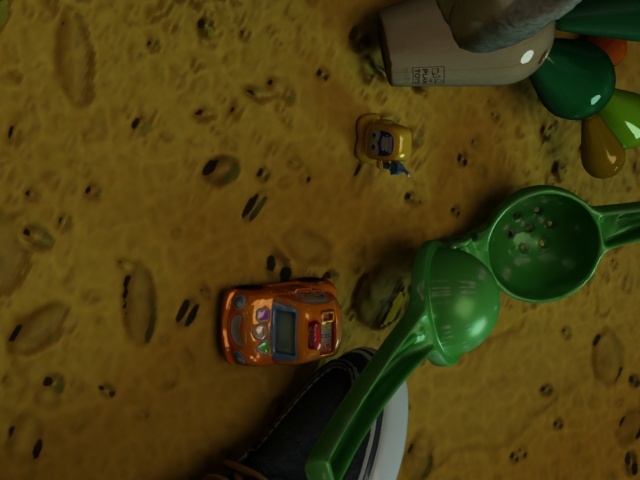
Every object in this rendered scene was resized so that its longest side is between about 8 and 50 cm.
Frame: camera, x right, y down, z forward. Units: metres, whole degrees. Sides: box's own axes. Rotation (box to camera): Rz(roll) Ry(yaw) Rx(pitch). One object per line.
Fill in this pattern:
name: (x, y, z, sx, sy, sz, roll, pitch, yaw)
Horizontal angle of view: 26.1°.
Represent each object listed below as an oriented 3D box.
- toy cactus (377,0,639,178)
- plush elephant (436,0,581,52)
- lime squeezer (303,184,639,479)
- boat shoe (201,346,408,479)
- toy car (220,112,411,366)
toy cactus: (0.118, -0.089, 0.599, 0.180, 0.219, 0.112, -11, 73, -2)
plush elephant: (0.033, -0.214, 0.433, 0.330, 0.255, 0.272, 26, 84, -35)
lime squeezer: (0.091, 0.025, 0.611, 0.310, 0.110, 0.059, -25, 128, -30)
boat shoe: (-0.034, 0.116, 0.572, 0.083, 0.065, 0.183, 33, 80, -32)
toy car: (0.000, 0.000, 0.586, 0.060, 0.040, 0.122, 15, 91, -35)
